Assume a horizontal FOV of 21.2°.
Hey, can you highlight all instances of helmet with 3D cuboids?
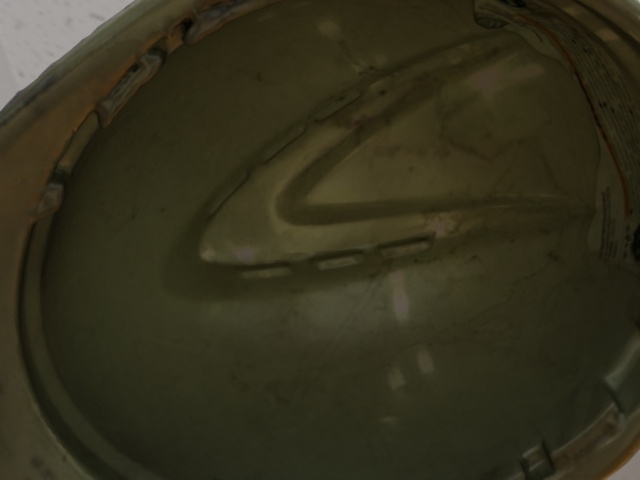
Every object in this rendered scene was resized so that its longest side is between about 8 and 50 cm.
[{"bbox_3d":[-0.004,0.001,0.565,0.258,0.137,0.204,-22,-76,0],"label":"helmet"}]

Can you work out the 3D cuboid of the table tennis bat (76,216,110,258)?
[{"bbox_3d":[-0.154,0.000,0.615,0.329,0.215,0.044,20,-119,-20],"label":"table tennis bat"}]
